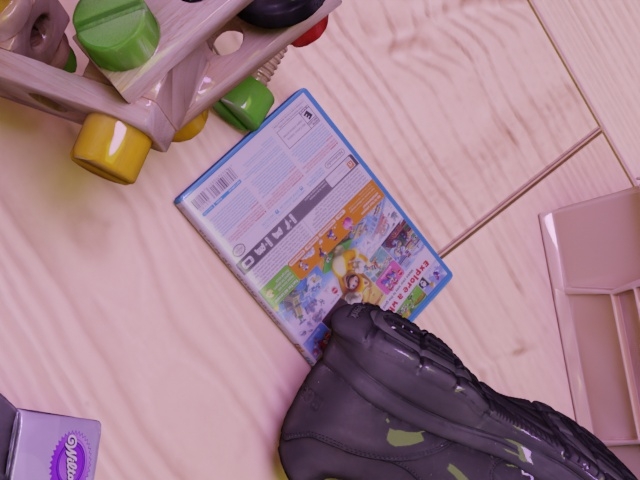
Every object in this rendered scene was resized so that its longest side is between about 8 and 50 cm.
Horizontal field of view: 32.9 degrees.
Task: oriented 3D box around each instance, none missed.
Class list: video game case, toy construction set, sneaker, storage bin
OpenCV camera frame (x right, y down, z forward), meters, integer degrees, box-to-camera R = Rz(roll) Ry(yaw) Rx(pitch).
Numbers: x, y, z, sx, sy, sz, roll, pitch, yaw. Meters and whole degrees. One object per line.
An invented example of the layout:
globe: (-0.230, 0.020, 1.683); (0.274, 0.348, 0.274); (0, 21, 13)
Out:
video game case: (0.000, 0.000, 0.708); (0.119, 0.015, 0.166); (-45, 103, -25)
toy construction set: (-0.136, -0.103, 0.511); (0.257, 0.309, 0.237); (32, 75, -11)
sneaker: (0.102, 0.156, 0.685); (0.286, 0.109, 0.130); (32, 99, -7)
storage bin: (0.319, 0.076, 0.795); (0.262, 0.123, 0.260); (-8, 87, -27)

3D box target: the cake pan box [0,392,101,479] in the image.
cake pan box: (-0.211, 0.187, 0.479); (0.246, 0.070, 0.267); (31, 63, -61)
